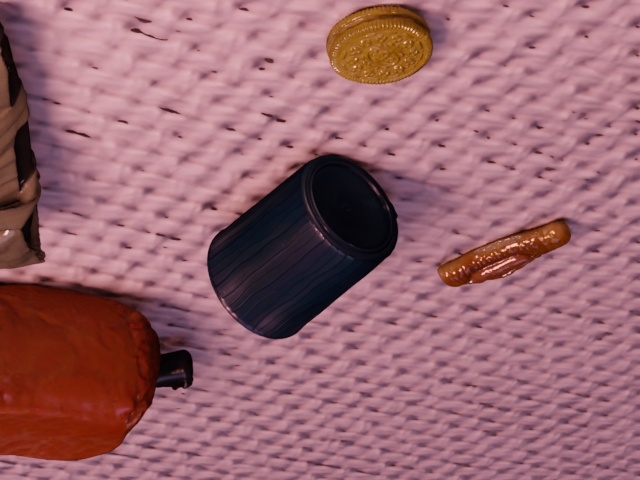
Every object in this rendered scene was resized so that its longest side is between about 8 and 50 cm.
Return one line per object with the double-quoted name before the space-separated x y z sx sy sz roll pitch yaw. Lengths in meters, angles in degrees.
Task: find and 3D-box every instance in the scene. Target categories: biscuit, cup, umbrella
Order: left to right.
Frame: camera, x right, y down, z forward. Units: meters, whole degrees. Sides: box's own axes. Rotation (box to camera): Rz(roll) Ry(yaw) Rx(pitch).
"umbrella" -0.249 0.144 1.986 0.250 0.052 0.053 -12 117 8
"cup" -0.008 -0.006 1.749 0.113 0.150 0.138 42 130 -12
"biscuit" 0.046 -0.152 1.565 0.084 0.023 0.084 -7 150 -4

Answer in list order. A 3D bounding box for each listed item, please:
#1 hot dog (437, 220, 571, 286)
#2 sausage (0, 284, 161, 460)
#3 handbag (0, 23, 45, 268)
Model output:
"hot dog" 0.177 0.016 1.896 0.137 0.028 0.044 -23 155 21
"sausage" -0.279 0.120 1.839 0.268 0.141 0.153 4 148 -26
"handbag" -0.347 -0.052 1.554 0.253 0.109 0.316 -9 145 -6
